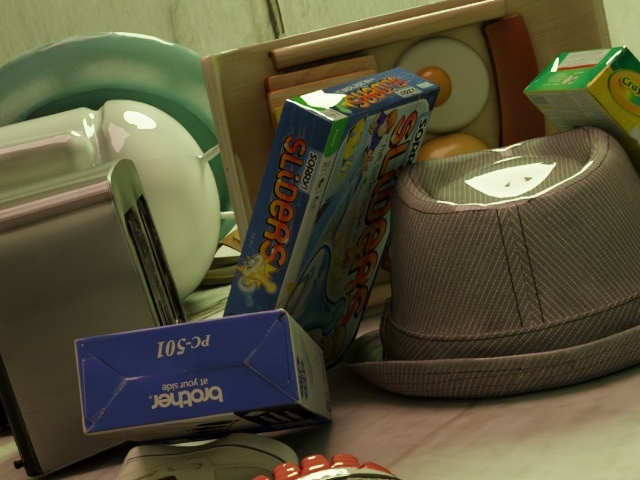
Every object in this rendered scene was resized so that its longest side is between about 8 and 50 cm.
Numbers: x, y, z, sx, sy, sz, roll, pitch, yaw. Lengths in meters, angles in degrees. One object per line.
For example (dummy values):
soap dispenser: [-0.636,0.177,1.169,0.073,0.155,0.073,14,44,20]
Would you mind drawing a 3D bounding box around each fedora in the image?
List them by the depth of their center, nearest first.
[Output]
fedora: [0.123,0.002,0.918,0.244,0.124,0.275,-11,8,16]

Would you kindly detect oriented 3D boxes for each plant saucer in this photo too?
plant saucer: [-0.213,-0.063,1.503,0.318,0.317,0.043,-14,41,-2]

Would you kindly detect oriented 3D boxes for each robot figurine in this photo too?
robot figurine: [-0.245,-0.013,1.375,0.354,0.199,0.300,-14,-20,-2]

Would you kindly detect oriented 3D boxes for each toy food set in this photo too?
toy food set: [0.079,-0.061,1.094,0.306,0.219,0.092,-15,8,-14]

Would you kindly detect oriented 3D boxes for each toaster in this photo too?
toaster: [-0.153,0.035,0.935,0.110,0.185,0.168,-18,7,0]

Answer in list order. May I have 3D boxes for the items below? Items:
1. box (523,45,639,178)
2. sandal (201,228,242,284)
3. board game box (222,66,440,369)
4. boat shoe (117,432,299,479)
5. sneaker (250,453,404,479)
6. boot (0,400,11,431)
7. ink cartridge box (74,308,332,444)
box: [0.218,-0.046,0.957,0.043,0.179,0.105,-45,14,-7]
sandal: [-0.060,0.008,1.475,0.180,0.049,0.072,-11,8,17]
board game box: [0.000,0.000,0.917,0.035,0.201,0.136,28,27,22]
boat shoe: [-0.059,0.119,0.739,0.100,0.035,0.035,-6,37,24]
sneaker: [-0.040,0.122,0.461,0.225,0.088,0.093,-18,10,-31]
boot: [-0.223,0.106,1.069,0.121,0.045,0.099,-7,13,34]
ink cartridge box: [-0.050,0.073,0.752,0.097,0.046,0.207,-8,-9,4]
